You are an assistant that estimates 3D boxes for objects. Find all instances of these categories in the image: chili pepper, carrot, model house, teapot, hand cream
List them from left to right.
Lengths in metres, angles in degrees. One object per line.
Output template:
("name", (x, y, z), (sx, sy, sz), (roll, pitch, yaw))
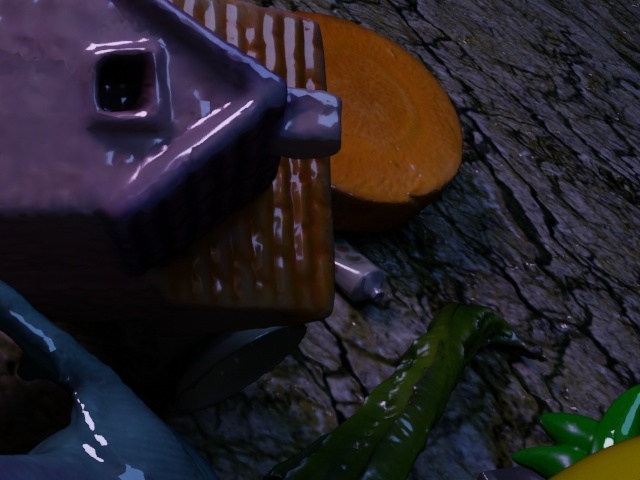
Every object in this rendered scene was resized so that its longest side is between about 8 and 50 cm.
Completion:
("model house", (-0.106, -0.067, 0.559), (0.237, 0.237, 0.202), (1, 72, -6))
("teapot", (-0.117, -0.011, 0.743), (0.183, 0.183, 0.251), (-15, 64, -48))
("hand cream", (0.000, 0.000, 0.937), (0.057, 0.037, 0.165), (-8, 43, -44))
("carrot", (0.011, -0.113, 1.035), (0.258, 0.100, 0.307), (28, 35, -4))
("chili pepper", (0.083, 0.118, 0.810), (0.085, 0.076, 0.359), (17, 26, 27))

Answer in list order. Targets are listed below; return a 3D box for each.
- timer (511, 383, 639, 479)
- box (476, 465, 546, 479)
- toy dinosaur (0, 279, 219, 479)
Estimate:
("timer", (0.197, 0.198, 0.609), (0.285, 0.285, 0.285), (21, 34, -15))
("box", (0.143, 0.205, 0.748), (0.063, 0.060, 0.085), (2, 42, -24))
("toy dinosaur", (-0.043, 0.152, 0.468), (0.331, 0.129, 0.383), (33, -10, 4))
